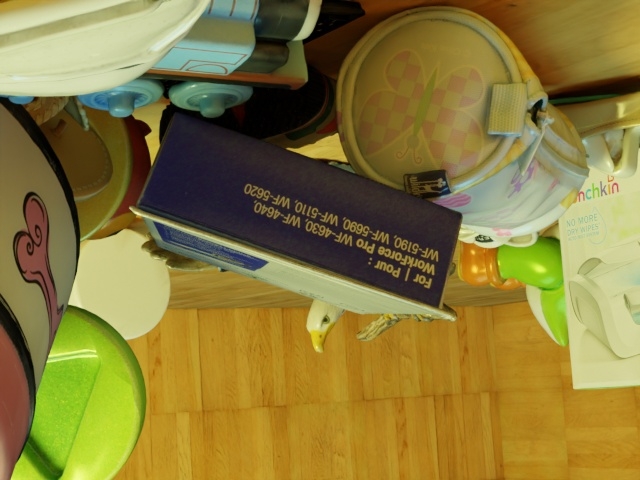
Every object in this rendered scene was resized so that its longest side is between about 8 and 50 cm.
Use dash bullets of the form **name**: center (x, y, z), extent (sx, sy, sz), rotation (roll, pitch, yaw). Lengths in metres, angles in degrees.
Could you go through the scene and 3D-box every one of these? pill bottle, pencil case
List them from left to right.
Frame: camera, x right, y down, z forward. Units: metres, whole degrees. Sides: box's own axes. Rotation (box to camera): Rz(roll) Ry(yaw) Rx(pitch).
- **pill bottle**: center (-0.316, 0.067, 1.526), extent (0.162, 0.162, 0.278), rotation (2, 170, -40)
- **pencil case**: center (0.102, -0.068, 0.805), extent (0.124, 0.113, 0.273), rotation (-8, 172, 17)

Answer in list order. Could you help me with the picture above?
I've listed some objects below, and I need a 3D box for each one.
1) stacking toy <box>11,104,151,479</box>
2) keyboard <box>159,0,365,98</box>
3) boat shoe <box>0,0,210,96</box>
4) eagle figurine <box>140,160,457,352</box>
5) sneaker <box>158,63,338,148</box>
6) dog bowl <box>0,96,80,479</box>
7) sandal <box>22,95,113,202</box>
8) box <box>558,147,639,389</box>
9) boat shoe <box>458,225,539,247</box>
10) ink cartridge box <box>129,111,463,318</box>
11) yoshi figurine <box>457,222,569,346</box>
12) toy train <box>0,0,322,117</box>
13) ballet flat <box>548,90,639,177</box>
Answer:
- **stacking toy**: center (-0.244, 0.039, 0.845), extent (0.309, 0.279, 0.130), rotation (-12, -177, 9)
- **keyboard**: center (-0.063, -0.105, 0.736), extent (0.100, 0.038, 0.192), rotation (2, 171, -34)
- **boat shoe**: center (-0.191, -0.095, 0.364), extent (0.367, 0.136, 0.156), rotation (-3, 174, -24)
- **eagle figurine**: center (-0.001, 0.008, 1.275), extent (0.298, 0.225, 0.226), rotation (31, 114, -21)
- **sneaker**: center (-0.041, -0.080, 0.868), extent (0.161, 0.057, 0.075), rotation (-12, 164, 37)
- **dog bowl**: center (-0.322, 0.058, 0.591), extent (0.408, 0.150, 0.408), rotation (-7, 138, -6)
- **sandal**: center (-0.177, -0.090, 0.643), extent (0.079, 0.088, 0.240), rotation (-38, 144, 25)
- **box**: center (0.365, 0.021, 1.172), extent (0.127, 0.231, 0.262), rotation (0, 173, -30)
- **boat shoe**: center (0.158, -0.037, 1.188), extent (0.096, 0.088, 0.267), rotation (-6, 173, 21)
- **ink cartridge box**: center (-0.018, -0.007, 0.724), extent (0.165, 0.065, 0.333), rotation (19, 176, -5)
- **yoshi figurine**: center (0.357, -0.002, 1.454), extent (0.362, 0.203, 0.203), rotation (9, 139, 31)
- **toy train**: center (-0.083, -0.106, 0.566), extent (0.184, 0.080, 0.105), rotation (1, 166, -31)
- **ballet flat**: center (0.243, -0.082, 0.918), extent (0.232, 0.073, 0.080), rotation (-9, 170, 43)
